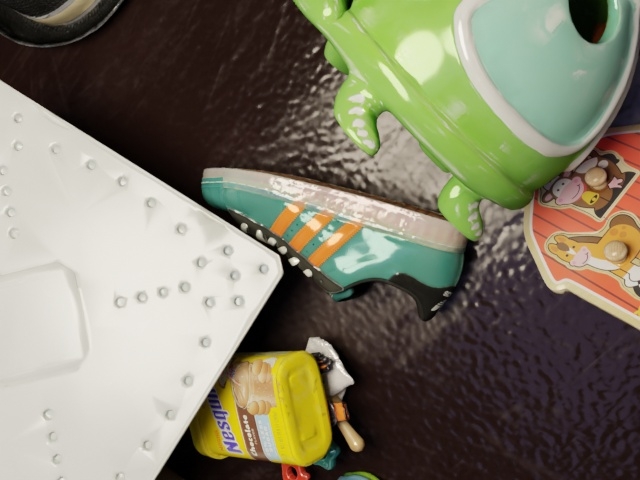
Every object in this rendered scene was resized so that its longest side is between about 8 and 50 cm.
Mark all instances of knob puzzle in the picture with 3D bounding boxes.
[{"bbox_3d":[0.264,-0.034,0.653,0.213,0.030,0.213,-19,54,29],"label":"knob puzzle"}]

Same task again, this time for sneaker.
[{"bbox_3d":[0.000,0.000,0.770,0.302,0.108,0.121,16,98,18],"label":"sneaker"}]

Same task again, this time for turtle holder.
[{"bbox_3d":[0.119,-0.187,0.619,0.227,0.243,0.320,-42,90,21],"label":"turtle holder"}]

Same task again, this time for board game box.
[{"bbox_3d":[-0.297,0.087,0.765,0.390,0.050,0.390,32,88,5],"label":"board game box"}]

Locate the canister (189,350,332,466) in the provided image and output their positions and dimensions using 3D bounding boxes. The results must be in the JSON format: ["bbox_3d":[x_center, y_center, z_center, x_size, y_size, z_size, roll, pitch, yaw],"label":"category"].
[{"bbox_3d":[-0.074,0.184,0.808,0.169,0.073,0.126,-10,92,44],"label":"canister"}]

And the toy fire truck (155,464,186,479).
[{"bbox_3d":[-0.282,0.403,0.888,0.158,0.217,0.246,27,122,22],"label":"toy fire truck"}]

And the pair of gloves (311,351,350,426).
[{"bbox_3d":[-0.005,0.167,0.799,0.074,0.010,0.083,-25,81,41],"label":"pair of gloves"}]

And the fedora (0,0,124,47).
[{"bbox_3d":[-0.356,-0.401,0.837,0.333,0.152,0.334,3,98,21],"label":"fedora"}]

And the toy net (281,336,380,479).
[{"bbox_3d":[0.008,0.223,0.833,0.122,0.045,0.232,-7,91,37],"label":"toy net"}]
